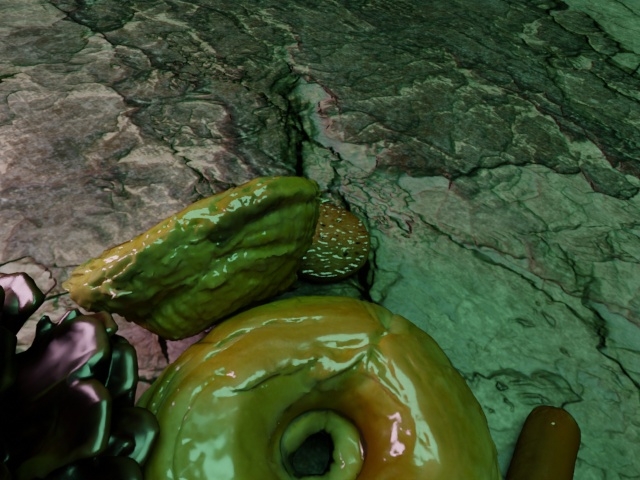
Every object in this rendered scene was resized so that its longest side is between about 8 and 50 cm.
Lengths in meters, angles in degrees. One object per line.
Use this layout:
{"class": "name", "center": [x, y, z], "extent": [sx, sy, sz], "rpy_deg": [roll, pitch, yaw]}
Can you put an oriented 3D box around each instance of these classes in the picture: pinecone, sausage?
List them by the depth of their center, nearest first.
{"class": "pinecone", "center": [-0.367, 0.199, 0.418], "extent": [0.398, 0.397, 0.397], "rpy_deg": [4, 49, -5]}
{"class": "sausage", "center": [0.292, 0.302, 0.642], "extent": [0.076, 0.076, 0.197], "rpy_deg": [28, 50, 16]}

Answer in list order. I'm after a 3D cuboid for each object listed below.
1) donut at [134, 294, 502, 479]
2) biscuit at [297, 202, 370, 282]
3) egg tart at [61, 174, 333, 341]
{"class": "donut", "center": [-0.008, 0.255, 0.561], "extent": [0.449, 0.198, 0.448], "rpy_deg": [4, 51, -5]}
{"class": "biscuit", "center": [0.000, 0.001, 0.892], "extent": [0.188, 0.027, 0.187], "rpy_deg": [5, 48, -5]}
{"class": "egg tart", "center": [-0.130, 0.030, 0.684], "extent": [0.340, 0.351, 0.153], "rpy_deg": [-26, 84, 5]}
